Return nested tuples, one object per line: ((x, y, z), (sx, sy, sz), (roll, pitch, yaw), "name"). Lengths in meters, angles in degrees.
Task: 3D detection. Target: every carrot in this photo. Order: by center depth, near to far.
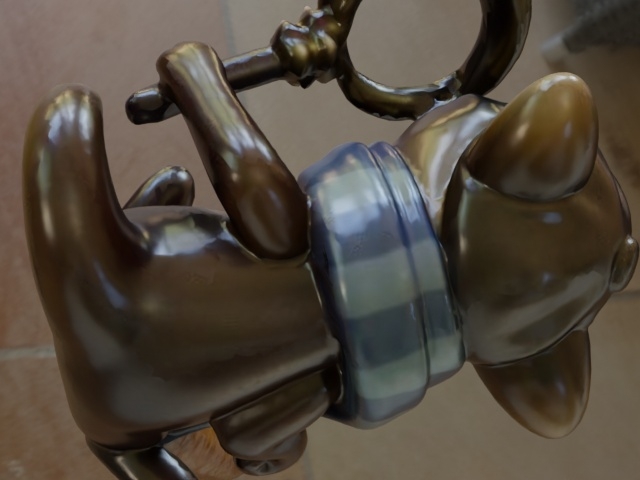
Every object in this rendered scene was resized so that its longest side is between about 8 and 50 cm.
((-0.106, 0.168, 1.094), (0.205, 0.072, 0.072), (42, 47, -60), "carrot")

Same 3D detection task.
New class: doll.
((-0.001, -0.001, 0.737), (0.340, 0.209, 0.317), (-12, 108, 7), "doll")
